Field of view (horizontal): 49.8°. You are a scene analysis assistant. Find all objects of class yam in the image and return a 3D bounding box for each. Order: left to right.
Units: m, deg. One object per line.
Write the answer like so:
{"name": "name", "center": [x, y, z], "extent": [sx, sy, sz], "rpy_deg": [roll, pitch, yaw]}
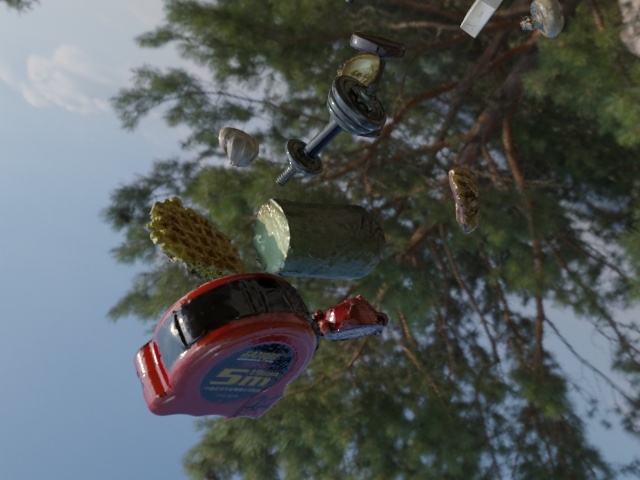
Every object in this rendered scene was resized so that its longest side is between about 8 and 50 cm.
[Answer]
{"name": "yam", "center": [0.000, 0.000, 1.730], "extent": [0.300, 0.195, 0.195], "rpy_deg": [3, -151, -26]}

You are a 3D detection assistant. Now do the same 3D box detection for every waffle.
{"name": "waffle", "center": [-0.314, 0.011, 1.785], "extent": [0.312, 0.060, 0.307], "rpy_deg": [39, -162, -18]}

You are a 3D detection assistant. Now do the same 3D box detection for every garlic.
{"name": "garlic", "center": [-0.200, -0.232, 1.697], "extent": [0.113, 0.094, 0.074], "rpy_deg": [20, 160, -26]}

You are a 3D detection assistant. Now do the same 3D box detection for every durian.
{"name": "durian", "center": [0.057, -0.275, 1.213], "extent": [0.066, 0.130, 0.052], "rpy_deg": [35, -174, 8]}

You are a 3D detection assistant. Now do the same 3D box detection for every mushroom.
{"name": "mushroom", "center": [0.430, -0.432, 1.346], "extent": [0.085, 0.079, 0.085], "rpy_deg": [-23, -90, -88]}

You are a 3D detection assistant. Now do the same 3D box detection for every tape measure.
{"name": "tape measure", "center": [-0.125, 0.159, 1.020], "extent": [0.253, 0.260, 0.114], "rpy_deg": [16, -145, -47]}

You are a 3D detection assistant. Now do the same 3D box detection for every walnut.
{"name": "walnut", "center": [0.374, -0.108, 1.776], "extent": [0.143, 0.069, 0.170], "rpy_deg": [-86, -19, -56]}

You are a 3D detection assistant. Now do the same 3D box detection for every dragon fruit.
{"name": "dragon fruit", "center": [0.050, 0.128, 1.163], "extent": [0.126, 0.112, 0.068], "rpy_deg": [-6, -110, -14]}

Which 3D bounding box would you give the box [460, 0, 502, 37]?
{"name": "box", "center": [0.310, -0.441, 1.220], "extent": [0.040, 0.154, 0.084], "rpy_deg": [35, 158, -3]}

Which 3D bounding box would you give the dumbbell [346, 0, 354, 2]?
{"name": "dumbbell", "center": [0.083, -0.540, 1.333], "extent": [0.081, 0.082, 0.254], "rpy_deg": [34, 161, 1]}

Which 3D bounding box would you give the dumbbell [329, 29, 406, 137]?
{"name": "dumbbell", "center": [0.106, -0.353, 1.557], "extent": [0.124, 0.225, 0.140], "rpy_deg": [16, -156, 1]}

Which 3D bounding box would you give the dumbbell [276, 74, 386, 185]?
{"name": "dumbbell", "center": [0.007, -0.176, 1.167], "extent": [0.110, 0.254, 0.110], "rpy_deg": [32, -144, -26]}
